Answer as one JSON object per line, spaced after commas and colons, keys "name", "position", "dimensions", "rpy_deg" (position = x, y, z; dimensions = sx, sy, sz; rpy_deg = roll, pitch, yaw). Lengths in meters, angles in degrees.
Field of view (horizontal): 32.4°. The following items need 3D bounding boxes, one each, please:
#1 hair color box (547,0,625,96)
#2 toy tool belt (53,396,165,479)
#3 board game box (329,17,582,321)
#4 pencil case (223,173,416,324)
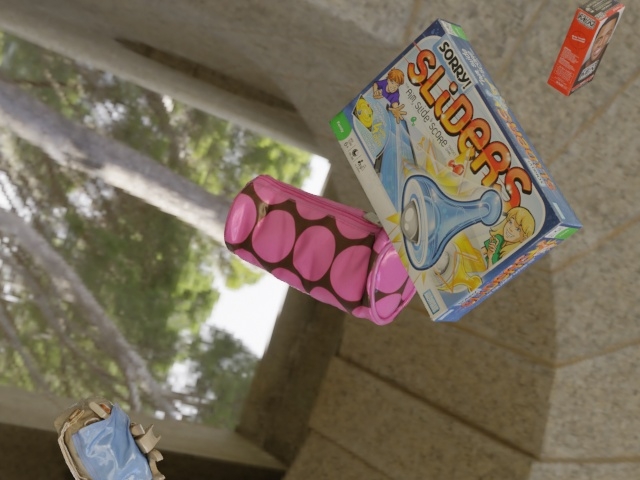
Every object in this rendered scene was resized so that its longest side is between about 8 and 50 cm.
{"name": "hair color box", "position": [0.395, -0.291, 1.642], "dimensions": [0.043, 0.072, 0.141], "rpy_deg": [39, -38, 23]}
{"name": "toy tool belt", "position": [-0.118, 0.129, 0.651], "dimensions": [0.052, 0.083, 0.051], "rpy_deg": [-42, -167, -31]}
{"name": "board game box", "position": [0.101, -0.056, 0.875], "dimensions": [0.136, 0.035, 0.201], "rpy_deg": [-42, -118, 30]}
{"name": "pencil case", "position": [0.000, 0.000, 1.048], "dimensions": [0.209, 0.095, 0.098], "rpy_deg": [21, -49, 36]}
